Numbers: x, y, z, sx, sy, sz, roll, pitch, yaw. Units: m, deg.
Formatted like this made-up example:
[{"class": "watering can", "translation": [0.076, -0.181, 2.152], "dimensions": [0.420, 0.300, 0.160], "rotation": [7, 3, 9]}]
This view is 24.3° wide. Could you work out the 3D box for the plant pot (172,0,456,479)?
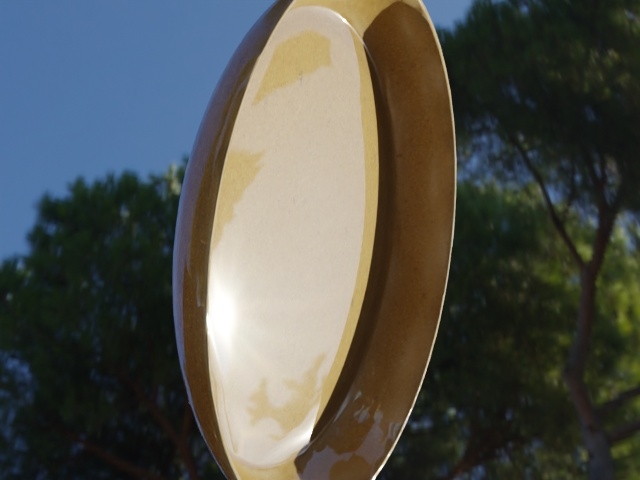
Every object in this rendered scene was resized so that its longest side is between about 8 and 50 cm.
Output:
[{"class": "plant pot", "translation": [0.000, 0.000, 0.622], "dimensions": [0.032, 0.236, 0.236], "rotation": [8, -58, 26]}]
